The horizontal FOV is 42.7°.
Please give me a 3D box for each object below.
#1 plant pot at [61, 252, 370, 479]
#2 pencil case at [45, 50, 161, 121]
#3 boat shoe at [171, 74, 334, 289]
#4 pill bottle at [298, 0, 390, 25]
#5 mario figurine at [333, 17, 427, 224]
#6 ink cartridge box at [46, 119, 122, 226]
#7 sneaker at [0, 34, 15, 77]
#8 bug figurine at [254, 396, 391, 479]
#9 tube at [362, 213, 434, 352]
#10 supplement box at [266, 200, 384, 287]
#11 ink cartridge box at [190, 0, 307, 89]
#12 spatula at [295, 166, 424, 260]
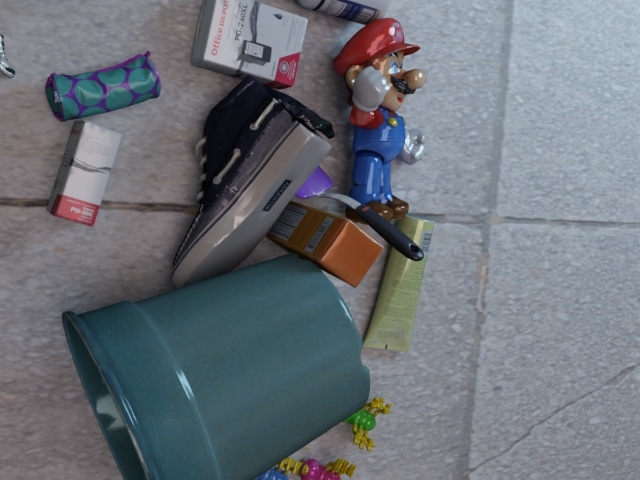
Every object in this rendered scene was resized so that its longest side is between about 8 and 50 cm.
[{"bbox_3d":[-0.135,0.192,1.141,0.334,0.341,0.341,-23,106,-24],"label":"plant pot"},{"bbox_3d":[-0.306,-0.217,1.154,0.152,0.064,0.070,-19,116,-22],"label":"pencil case"},{"bbox_3d":[-0.139,-0.086,1.233,0.158,0.127,0.340,44,99,19],"label":"boat shoe"},{"bbox_3d":[0.019,-0.398,1.266,0.169,0.094,0.094,9,93,-26],"label":"pill bottle"},{"bbox_3d":[0.114,-0.186,1.289,0.170,0.198,0.320,-4,103,-12],"label":"mario figurine"},{"bbox_3d":[-0.329,-0.094,1.138,0.056,0.099,0.135,18,89,-26],"label":"ink cartridge box"},{"bbox_3d":[-0.438,-0.259,1.104,0.037,0.032,0.083,-43,112,-14],"label":"sneaker"},{"bbox_3d":[-0.007,0.320,1.357,0.216,0.072,0.279,38,76,-30],"label":"bug figurine"},{"bbox_3d":[0.138,0.074,1.406,0.070,0.062,0.240,14,97,18],"label":"tube"},{"bbox_3d":[0.000,0.000,1.230,0.078,0.233,0.080,36,86,-24],"label":"supplement box"},{"bbox_3d":[-0.108,-0.301,1.236,0.150,0.063,0.109,11,92,-26],"label":"ink cartridge box"},{"bbox_3d":[0.040,-0.054,1.236,0.084,0.296,0.030,-26,140,-40],"label":"spatula"}]
